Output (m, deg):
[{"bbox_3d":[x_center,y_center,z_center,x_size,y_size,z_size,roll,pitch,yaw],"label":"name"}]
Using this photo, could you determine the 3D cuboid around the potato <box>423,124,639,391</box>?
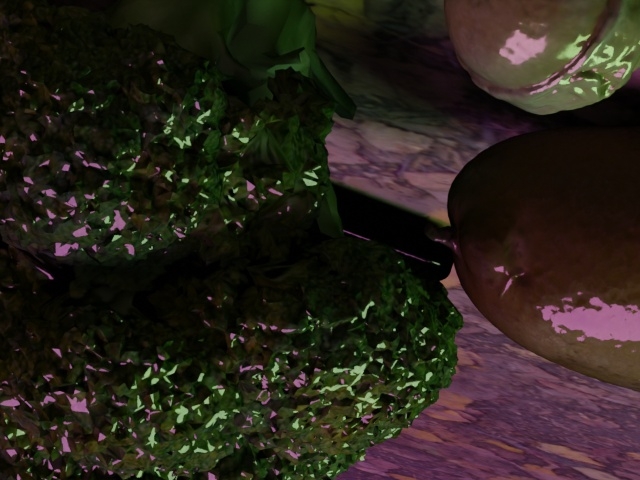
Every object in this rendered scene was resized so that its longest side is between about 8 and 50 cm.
[{"bbox_3d":[0.182,0.008,0.955,0.251,0.159,0.174,7,139,0],"label":"potato"}]

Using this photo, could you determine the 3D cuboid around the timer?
[{"bbox_3d":[0.000,0.000,1.299,0.187,0.055,0.144,20,164,-15],"label":"timer"}]

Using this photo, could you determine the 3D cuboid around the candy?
[{"bbox_3d":[0.190,-0.075,0.825,0.335,0.093,0.092,17,-149,-38],"label":"candy"}]

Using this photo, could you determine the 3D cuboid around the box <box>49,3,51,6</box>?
[{"bbox_3d":[-0.282,-0.153,1.022,0.220,0.064,0.141,10,164,16],"label":"box"}]

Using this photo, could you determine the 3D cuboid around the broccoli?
[{"bbox_3d":[-0.095,0.009,0.928,0.321,0.310,0.413,-28,144,26],"label":"broccoli"}]
